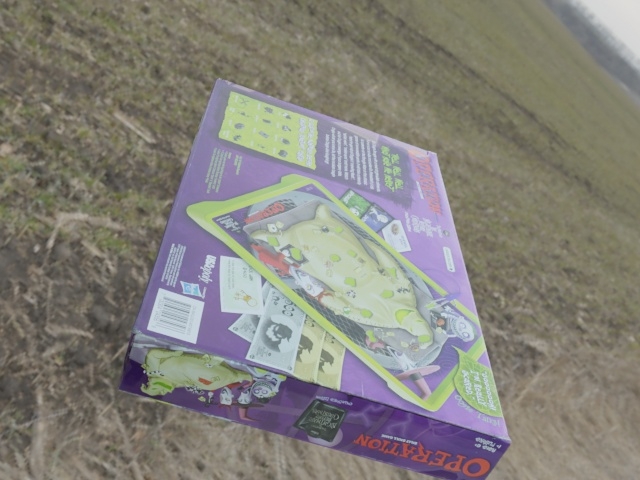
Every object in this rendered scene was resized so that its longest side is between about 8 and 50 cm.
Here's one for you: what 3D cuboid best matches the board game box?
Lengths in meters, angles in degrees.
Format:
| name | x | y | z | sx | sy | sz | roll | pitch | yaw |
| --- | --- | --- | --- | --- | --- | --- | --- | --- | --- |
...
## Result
| name | x | y | z | sx | sy | sz | roll | pitch | yaw |
| --- | --- | --- | --- | --- | --- | --- | --- | --- | --- |
| board game box | 0.000 | 0.000 | 0.560 | 0.208 | 0.056 | 0.346 | 15 | 31 | -8 |
